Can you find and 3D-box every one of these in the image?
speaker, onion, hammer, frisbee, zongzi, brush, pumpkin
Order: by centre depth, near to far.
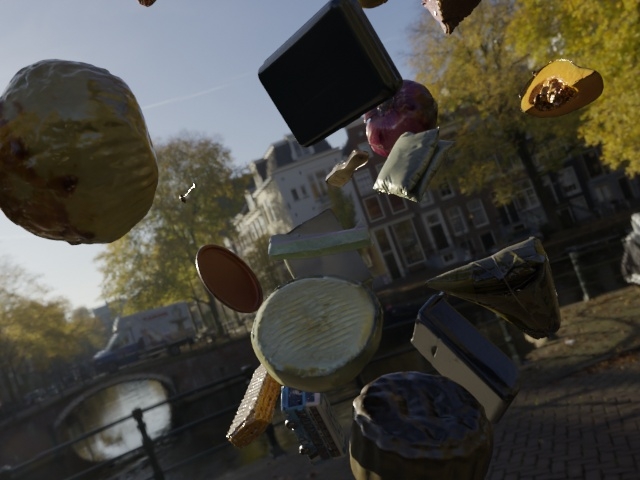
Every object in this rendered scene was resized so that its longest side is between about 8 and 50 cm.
[{"bbox_3d":[0.439,0.157,1.471,0.300,0.273,0.145,-19,29,9],"label":"zongzi"},{"bbox_3d":[0.223,-0.327,1.551,0.201,0.200,0.207,-22,28,47],"label":"onion"},{"bbox_3d":[-0.373,-0.136,1.653,0.014,0.029,0.123,-31,1,-35],"label":"hammer"},{"bbox_3d":[0.426,0.304,1.672,0.184,0.388,0.180,-31,-31,-22],"label":"speaker"},{"bbox_3d":[-0.269,0.114,1.735,0.021,0.250,0.251,-41,-11,23],"label":"frisbee"},{"bbox_3d":[0.752,-0.482,1.784,0.111,0.162,0.278,24,-26,-23],"label":"pumpkin"},{"bbox_3d":[0.094,-0.254,1.951,0.070,0.065,0.327,21,-15,-11],"label":"brush"}]

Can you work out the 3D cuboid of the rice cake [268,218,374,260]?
[{"bbox_3d":[-0.001,0.003,1.592,0.291,0.081,0.051,-10,-27,-3],"label":"rice cake"}]

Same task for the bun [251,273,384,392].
[{"bbox_3d":[-0.004,0.202,1.236,0.287,0.287,0.146,-19,-46,-14],"label":"bun"}]

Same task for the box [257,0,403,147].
[{"bbox_3d":[0.007,-0.249,0.892,0.050,0.160,0.230,-39,11,-37],"label":"box"}]

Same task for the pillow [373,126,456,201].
[{"bbox_3d":[0.205,-0.170,1.327,0.134,0.078,0.181,14,68,47],"label":"pillow"}]

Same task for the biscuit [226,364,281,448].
[{"bbox_3d":[-0.137,0.362,1.381,0.094,0.054,0.378,-47,4,11],"label":"biscuit"}]

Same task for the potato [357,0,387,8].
[{"bbox_3d":[0.109,-0.544,1.151,0.176,0.137,0.137,-48,-9,13],"label":"potato"}]

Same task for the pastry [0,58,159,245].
[{"bbox_3d":[-0.514,-0.166,1.192,0.313,0.388,0.388,-17,-3,-26],"label":"pastry"}]

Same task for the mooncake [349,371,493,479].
[{"bbox_3d":[0.202,0.392,1.179,0.291,0.161,0.290,1,20,0],"label":"mooncake"}]

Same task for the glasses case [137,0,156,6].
[{"bbox_3d":[-0.433,-0.694,1.532,0.049,0.194,0.073,20,-25,1],"label":"glasses case"}]

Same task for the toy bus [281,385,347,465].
[{"bbox_3d":[-0.020,0.556,1.770,0.131,0.297,0.106,-15,36,8],"label":"toy bus"}]

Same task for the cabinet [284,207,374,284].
[{"bbox_3d":[0.020,0.101,2.057,0.228,0.289,0.318,-31,-16,-3],"label":"cabinet"}]

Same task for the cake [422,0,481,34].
[{"bbox_3d":[0.303,-0.563,1.141,0.295,0.116,0.113,-49,-30,23],"label":"cake"}]
